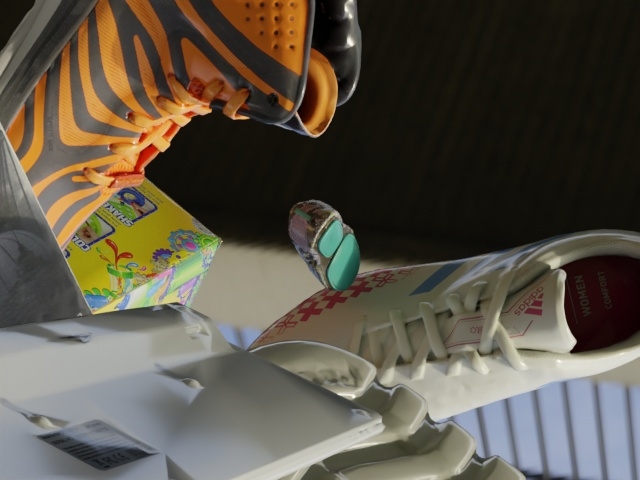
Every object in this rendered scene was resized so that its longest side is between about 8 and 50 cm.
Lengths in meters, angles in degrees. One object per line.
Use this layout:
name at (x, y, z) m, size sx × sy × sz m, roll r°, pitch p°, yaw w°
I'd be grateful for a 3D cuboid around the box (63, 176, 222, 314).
box at (-0.285, 0.096, 1.760) m, size 0.177 × 0.290 × 0.279 m, roll 39°, pitch -146°, yaw 13°

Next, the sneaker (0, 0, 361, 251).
sneaker at (-0.092, -0.079, 1.084) m, size 0.180 × 0.321 × 0.124 m, roll 32°, pitch -158°, yaw 13°

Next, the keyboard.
keyboard at (-0.057, 0.041, 0.396) m, size 0.072 × 0.014 × 0.256 m, roll 30°, pitch -168°, yaw 17°

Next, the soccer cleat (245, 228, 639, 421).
soccer cleat at (0.097, 0.060, 1.253) m, size 0.331 × 0.143 × 0.116 m, roll -17°, pitch -93°, yaw -6°

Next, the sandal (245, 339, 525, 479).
sandal at (0.095, 0.214, 0.863) m, size 0.169 × 0.102 × 0.416 m, roll -20°, pitch -120°, yaw -45°

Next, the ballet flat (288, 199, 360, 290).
ballet flat at (0.000, 0.000, 1.211) m, size 0.041 × 0.114 × 0.041 m, roll -3°, pitch -110°, yaw 9°

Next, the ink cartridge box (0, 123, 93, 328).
ink cartridge box at (-0.215, 0.018, 0.936) m, size 0.065 × 0.332 × 0.165 m, roll -4°, pitch -153°, yaw 43°
